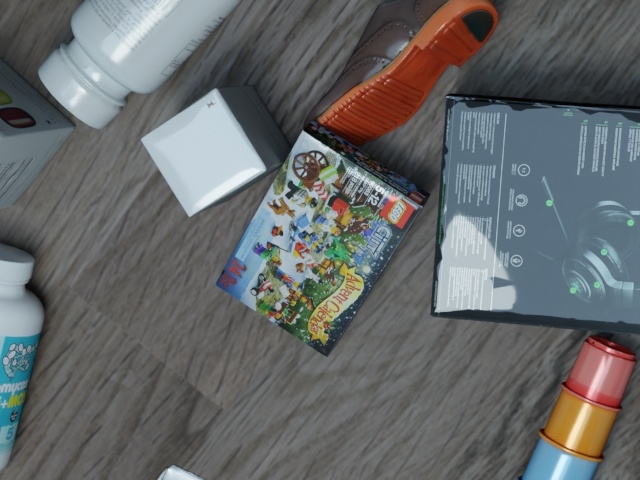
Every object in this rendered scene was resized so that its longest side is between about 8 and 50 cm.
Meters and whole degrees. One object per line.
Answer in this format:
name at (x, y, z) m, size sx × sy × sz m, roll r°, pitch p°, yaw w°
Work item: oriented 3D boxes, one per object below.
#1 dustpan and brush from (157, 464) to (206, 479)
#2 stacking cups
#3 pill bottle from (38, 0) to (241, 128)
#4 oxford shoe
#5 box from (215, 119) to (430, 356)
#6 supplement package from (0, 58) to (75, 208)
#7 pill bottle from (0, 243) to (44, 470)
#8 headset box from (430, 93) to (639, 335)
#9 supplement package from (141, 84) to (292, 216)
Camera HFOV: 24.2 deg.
dustpan and brush at (-0.168, 0.400, 1.814) m, size 0.147 × 0.060 × 0.211 m, roll 24°, pitch 100°, yaw 6°
stacking cups at (0.274, 0.262, 1.717) m, size 0.096 × 0.096 × 0.316 m, roll 22°, pitch 95°, yaw 6°
pill bottle at (-0.209, -0.242, 1.703) m, size 0.131 × 0.131 × 0.229 m, roll 46°, pitch 102°, yaw 2°
oxford shoe at (0.078, -0.204, 1.696) m, size 0.271 × 0.097 × 0.098 m, roll -38°, pitch 55°, yaw 19°
box at (0.000, 0.000, 1.708) m, size 0.159 × 0.044 × 0.233 m, roll 33°, pitch 119°, yaw 4°
supplement package at (-0.404, -0.117, 1.695) m, size 0.139 × 0.244 × 0.134 m, roll 41°, pitch 102°, yaw 2°
pill bottle at (-0.415, 0.137, 1.780) m, size 0.146 × 0.146 × 0.264 m, roll 16°, pitch 100°, yaw 7°
headset box at (0.273, -0.032, 1.648) m, size 0.283 × 0.131 × 0.246 m, roll 4°, pitch 97°, yaw 9°
supplement package at (-0.111, -0.104, 1.680) m, size 0.105 × 0.179 × 0.105 m, roll -31°, pitch 91°, yaw 12°
